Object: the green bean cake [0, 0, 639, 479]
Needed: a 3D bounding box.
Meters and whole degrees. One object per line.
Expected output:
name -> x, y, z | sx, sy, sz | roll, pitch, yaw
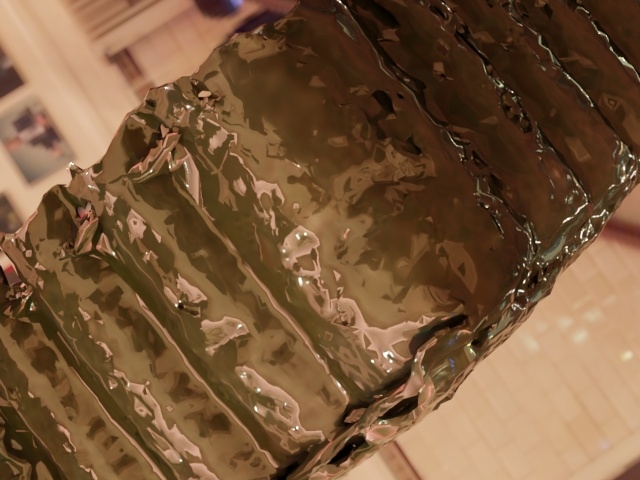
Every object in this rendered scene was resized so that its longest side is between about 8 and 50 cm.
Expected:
green bean cake -> 0.000, 0.000, 0.544 | 0.132, 0.241, 0.255 | 50, -145, 3
